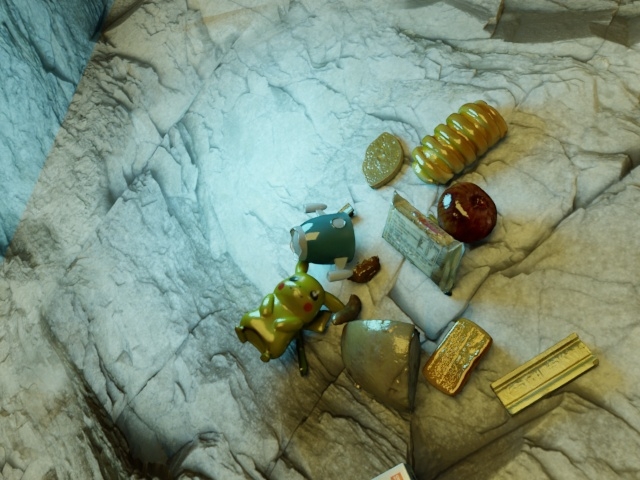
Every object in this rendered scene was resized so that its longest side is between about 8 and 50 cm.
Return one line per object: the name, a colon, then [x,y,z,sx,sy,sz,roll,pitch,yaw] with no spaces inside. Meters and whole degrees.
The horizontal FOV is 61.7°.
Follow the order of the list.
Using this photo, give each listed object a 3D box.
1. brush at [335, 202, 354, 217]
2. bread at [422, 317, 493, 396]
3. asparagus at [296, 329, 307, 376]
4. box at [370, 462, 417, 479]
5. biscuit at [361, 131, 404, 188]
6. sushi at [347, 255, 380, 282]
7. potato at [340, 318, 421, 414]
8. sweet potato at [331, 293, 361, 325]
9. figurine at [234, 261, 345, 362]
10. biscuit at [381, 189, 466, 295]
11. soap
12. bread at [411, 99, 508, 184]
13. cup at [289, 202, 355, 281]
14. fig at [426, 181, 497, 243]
brush: [0.014,-0.028,1.781,0.248,0.036,0.043,-41,50,10]
bread: [0.363,0.307,1.410,0.116,0.077,0.200,34,84,33]
asparagus: [-0.061,0.308,1.643,0.034,0.027,0.236,-27,53,30]
box: [0.210,0.691,1.283,0.135,0.079,0.269,-33,55,8]
biscuit: [0.212,-0.272,1.811,0.142,0.029,0.221,1,65,27]
sushi: [0.134,0.090,1.649,0.118,0.061,0.060,-28,45,-13]
potato: [0.135,0.324,1.441,0.264,0.189,0.211,7,68,28]
sweet potato: [0.082,0.212,1.565,0.053,0.182,0.054,14,111,20]
figurine: [-0.084,0.216,1.591,0.218,0.169,0.327,41,78,15]
biscuit: [0.289,0.006,1.555,0.079,0.186,0.309,-22,47,-32]
soap: [0.553,0.333,1.329,0.252,0.037,0.092,-34,56,6]
bread: [0.422,-0.305,1.672,0.311,0.121,0.173,-41,56,3]
cup: [0.000,0.000,1.647,0.173,0.167,0.300,-6,53,-18]
fig: [0.407,-0.060,1.552,0.175,0.207,0.175,9,57,-14]
